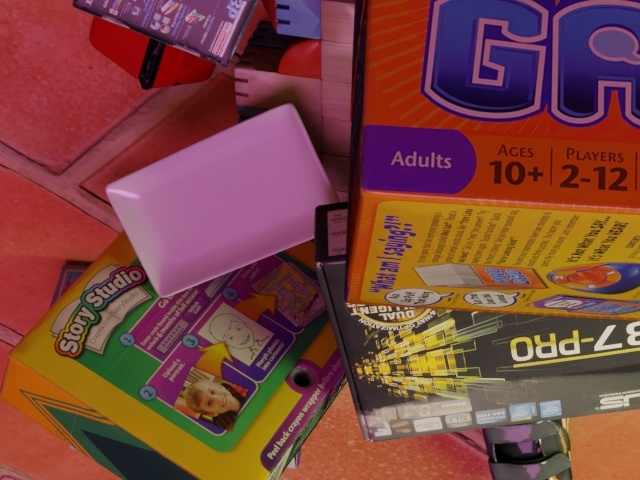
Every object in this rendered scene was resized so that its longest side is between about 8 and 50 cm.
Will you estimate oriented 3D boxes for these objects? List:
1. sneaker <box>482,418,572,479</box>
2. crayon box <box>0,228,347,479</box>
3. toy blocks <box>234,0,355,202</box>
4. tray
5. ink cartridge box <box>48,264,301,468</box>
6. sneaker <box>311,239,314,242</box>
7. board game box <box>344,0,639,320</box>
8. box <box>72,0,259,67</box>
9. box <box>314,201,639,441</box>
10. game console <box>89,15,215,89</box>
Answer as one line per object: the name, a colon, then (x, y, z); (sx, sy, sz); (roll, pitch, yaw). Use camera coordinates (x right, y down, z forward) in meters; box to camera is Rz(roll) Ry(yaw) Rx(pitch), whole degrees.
sneaker: (0.294, 0.284, 2.126); (0.126, 0.127, 0.321); (-8, 137, 20)
crayon box: (-0.135, 0.122, 1.742); (0.313, 0.363, 0.106); (32, 140, 9)
toy blocks: (0.027, -0.157, 1.618); (0.261, 0.190, 0.381); (9, 130, 12)
tray: (-0.102, -0.043, 1.633); (0.270, 0.030, 0.145); (-21, 98, 31)
ink cartridge box: (-0.157, 0.177, 2.050); (0.396, 0.151, 0.270); (5, 141, 5)
sneaker: (0.000, 0.000, 1.889); (0.086, 0.064, 0.192); (0, 138, -11)
board game box: (0.208, -0.145, 1.256); (0.356, 0.356, 0.356); (3, 165, 0)
box: (-0.131, -0.301, 1.505); (0.175, 0.051, 0.220); (20, 123, -13)
box: (0.211, 0.070, 1.597); (0.395, 0.097, 0.318); (-7, 139, 6)
game console: (-0.174, -0.244, 1.654); (0.124, 0.085, 0.144); (-11, 149, -28)
